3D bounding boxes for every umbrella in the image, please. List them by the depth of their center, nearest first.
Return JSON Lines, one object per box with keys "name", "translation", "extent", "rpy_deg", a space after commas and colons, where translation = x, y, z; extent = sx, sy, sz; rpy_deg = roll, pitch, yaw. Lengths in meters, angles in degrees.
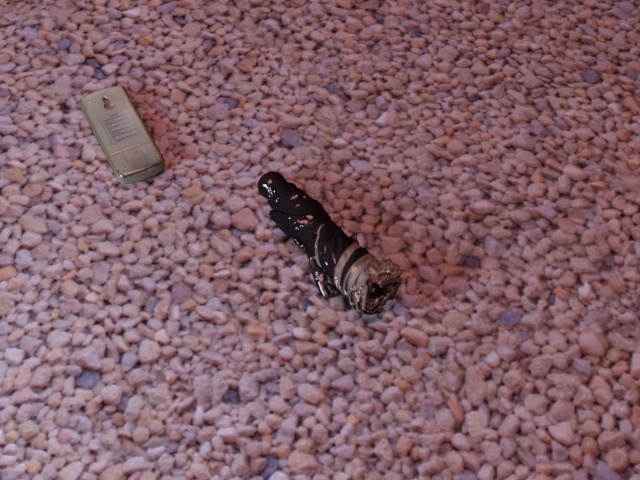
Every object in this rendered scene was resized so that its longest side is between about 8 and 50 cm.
{"name": "umbrella", "translation": [0.004, 0.000, 1.874], "extent": [0.113, 0.106, 0.358], "rpy_deg": [-24, 52, -30]}

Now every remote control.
{"name": "remote control", "translation": [-0.386, -0.207, 2.010], "extent": [0.098, 0.038, 0.233], "rpy_deg": [-21, 59, -18]}
